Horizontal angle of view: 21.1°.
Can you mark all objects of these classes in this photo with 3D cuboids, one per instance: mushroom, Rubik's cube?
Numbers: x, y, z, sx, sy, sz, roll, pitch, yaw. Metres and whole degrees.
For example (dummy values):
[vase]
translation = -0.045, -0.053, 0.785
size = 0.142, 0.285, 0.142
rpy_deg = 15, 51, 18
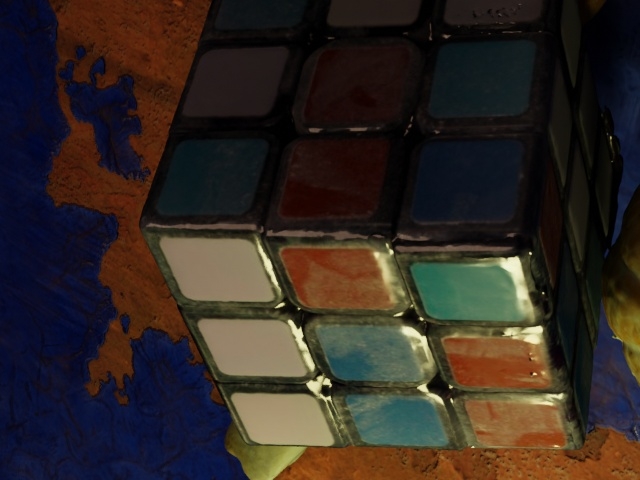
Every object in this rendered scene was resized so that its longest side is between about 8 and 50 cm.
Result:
[mushroom]
translation = -0.018, 0.178, 2.068
size = 0.100, 0.081, 0.312
rpy_deg = 53, 132, 20
[Rubik's cube]
translation = 0.072, -0.029, 1.600
size = 0.359, 0.363, 0.362
rpy_deg = 2, 145, 18

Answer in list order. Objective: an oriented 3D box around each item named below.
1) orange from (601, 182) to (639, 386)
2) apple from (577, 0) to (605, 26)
[orange]
translation = 0.413, 0.046, 1.564
size = 0.329, 0.249, 0.329
rpy_deg = 12, 110, 34
[apple]
translation = 0.193, -0.296, 1.676
size = 0.211, 0.211, 0.188
rpy_deg = 31, 141, 30
